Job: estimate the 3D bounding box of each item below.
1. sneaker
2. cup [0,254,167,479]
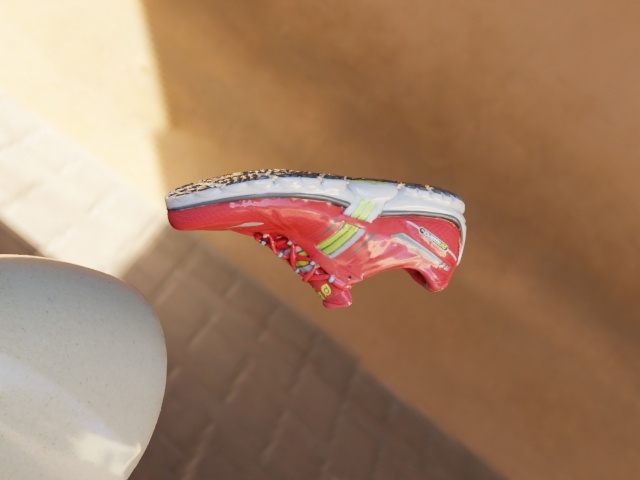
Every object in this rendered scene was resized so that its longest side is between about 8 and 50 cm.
[{"bbox_3d":[0.000,0.000,1.585,0.279,0.118,0.107,5,2,-19],"label":"sneaker"},{"bbox_3d":[-0.375,0.147,2.035,0.237,0.331,0.331,34,14,-46],"label":"cup"}]
